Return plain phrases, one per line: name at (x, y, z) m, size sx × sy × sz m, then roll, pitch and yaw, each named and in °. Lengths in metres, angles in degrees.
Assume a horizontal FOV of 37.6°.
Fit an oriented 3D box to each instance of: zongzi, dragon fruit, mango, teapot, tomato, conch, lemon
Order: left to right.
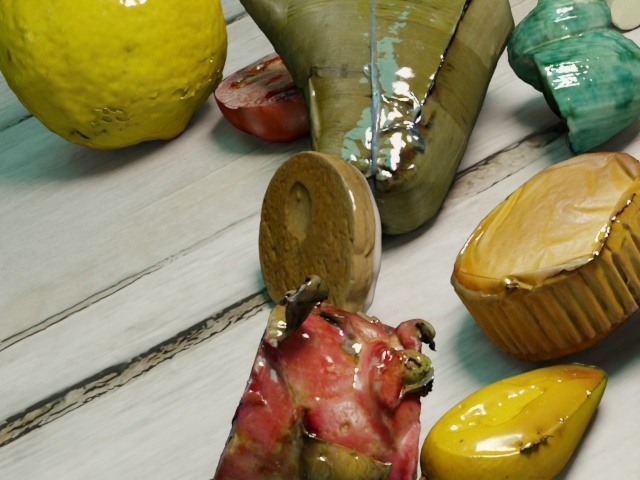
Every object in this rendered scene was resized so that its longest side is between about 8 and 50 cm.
lemon at (-0.320, -0.322, 1.407) m, size 0.349 × 0.387 × 0.350 m, roll -28°, pitch 15°, yaw 9°
tomato at (-0.040, -0.210, 1.350) m, size 0.225 × 0.085 × 0.225 m, roll -17°, pitch 30°, yaw 10°
zongzi at (0.004, -0.182, 1.135) m, size 0.393 × 0.174 × 0.356 m, roll 11°, pitch 59°, yaw 21°
dragon fruit at (0.004, 0.147, 0.699) m, size 0.147 × 0.282 × 0.211 m, roll 21°, pitch 41°, yaw -2°
mango at (0.152, 0.151, 0.740) m, size 0.187 × 0.066 × 0.101 m, roll -31°, pitch 26°, yaw -25°
conch at (0.298, -0.208, 1.086) m, size 0.134 × 0.196 × 0.202 m, roll -33°, pitch 75°, yaw 13°
teapot at (0.408, -0.326, 1.309) m, size 0.067 × 0.057 × 0.083 m, roll -32°, pitch 25°, yaw 2°

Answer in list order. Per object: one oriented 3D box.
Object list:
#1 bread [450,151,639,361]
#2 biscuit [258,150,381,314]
bread at (0.218, 0.017, 0.840) m, size 0.199 × 0.104 × 0.199 m, roll -32°, pitch 19°, yaw 13°
biscuit at (0.000, 0.000, 0.967) m, size 0.049 × 0.181 × 0.208 m, roll 5°, pitch 15°, yaw -29°
